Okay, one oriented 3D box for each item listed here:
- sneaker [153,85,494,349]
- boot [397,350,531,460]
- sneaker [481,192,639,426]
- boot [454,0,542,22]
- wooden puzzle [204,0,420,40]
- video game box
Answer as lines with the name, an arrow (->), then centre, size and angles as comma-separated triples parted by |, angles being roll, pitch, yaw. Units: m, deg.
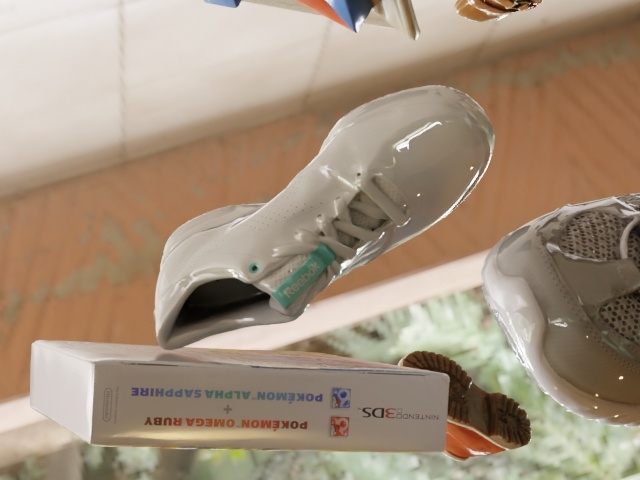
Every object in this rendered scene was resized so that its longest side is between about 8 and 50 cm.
sneaker -> 0.000, 0.000, 0.809 | 0.212, 0.080, 0.094 | -31, -160, 23
boot -> 0.110, 0.157, 1.393 | 0.085, 0.059, 0.158 | -26, 131, 39
sneaker -> 0.187, 0.001, 0.679 | 0.281, 0.105, 0.115 | -10, 152, -40
boot -> 0.181, -0.257, 1.479 | 0.197, 0.073, 0.152 | 2, 164, -42
wooden puzzle -> -0.075, -0.349, 1.664 | 0.348, 0.080, 0.322 | 19, 152, 28
video game box -> -0.054, 0.084, 0.846 | 0.187, 0.048, 0.205 | 2, 179, -18
